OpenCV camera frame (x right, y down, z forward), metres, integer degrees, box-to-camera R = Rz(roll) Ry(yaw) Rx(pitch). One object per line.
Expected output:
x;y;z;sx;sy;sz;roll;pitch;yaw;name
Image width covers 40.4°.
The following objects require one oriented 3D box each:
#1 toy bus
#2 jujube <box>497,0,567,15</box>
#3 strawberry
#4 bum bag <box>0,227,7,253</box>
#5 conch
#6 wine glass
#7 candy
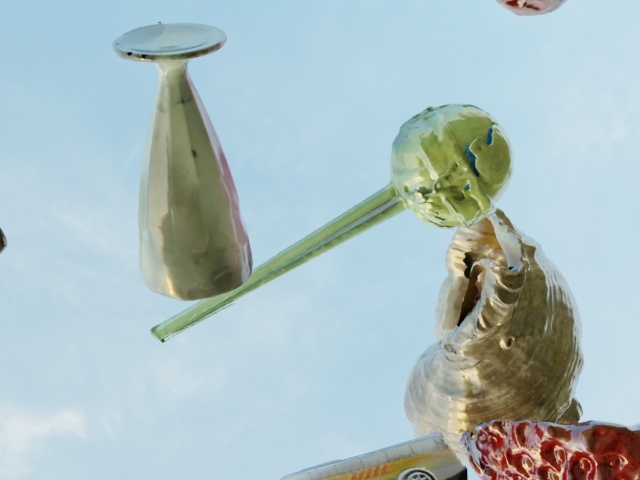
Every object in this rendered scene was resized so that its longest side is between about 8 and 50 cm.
0.044;0.226;0.772;0.172;0.072;0.057;-12;-50;-14;toy bus
0.293;-0.406;1.133;0.155;0.155;0.230;26;-112;-25;jujube
0.234;0.244;0.771;0.234;0.234;0.178;13;-112;-27;strawberry
-0.399;0.031;0.850;0.102;0.248;0.069;36;-149;-24;bum bag
0.232;0.111;1.085;0.210;0.352;0.297;9;-131;-13;conch
-0.079;-0.044;0.515;0.073;0.073;0.155;-18;-55;-27;wine glass
0.000;0.000;0.699;0.335;0.092;0.093;-29;-56;12;candy
